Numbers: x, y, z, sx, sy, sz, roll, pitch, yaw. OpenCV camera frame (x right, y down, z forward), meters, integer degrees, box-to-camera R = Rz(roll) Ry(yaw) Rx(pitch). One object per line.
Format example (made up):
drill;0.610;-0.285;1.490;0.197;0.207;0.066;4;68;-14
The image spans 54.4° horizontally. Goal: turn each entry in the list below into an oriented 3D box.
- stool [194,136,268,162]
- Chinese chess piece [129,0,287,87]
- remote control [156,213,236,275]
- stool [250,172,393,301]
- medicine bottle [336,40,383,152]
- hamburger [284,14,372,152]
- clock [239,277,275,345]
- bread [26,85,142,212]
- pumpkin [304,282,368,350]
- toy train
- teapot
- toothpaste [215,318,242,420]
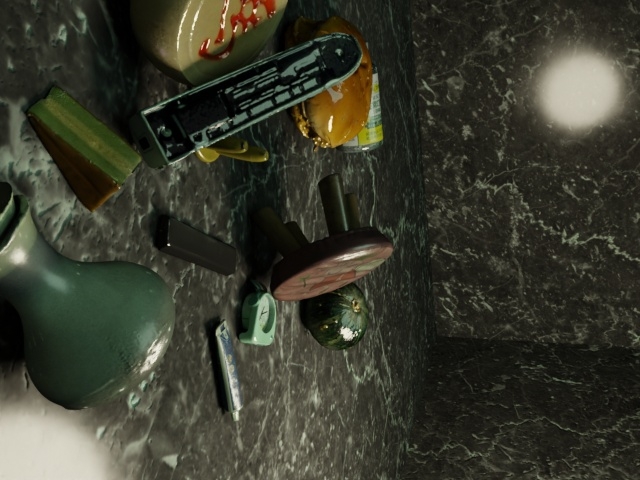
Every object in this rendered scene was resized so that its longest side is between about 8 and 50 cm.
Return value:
stool;-0.158;-0.194;1.084;0.135;0.110;0.134;-67;151;-45
Chinese chess piece;-0.156;-0.357;0.923;0.273;0.102;0.273;-48;165;-18
remote control;-0.207;0.012;1.078;0.245;0.025;0.063;34;55;-67
stool;0.000;0.000;1.311;0.179;0.272;0.272;68;14;17
medicine bottle;0.095;-0.402;1.742;0.141;0.141;0.294;-49;135;-61
hamburger;0.021;-0.378;1.502;0.290;0.170;0.315;-30;120;-60
clock;-0.127;0.147;1.280;0.101;0.041;0.135;34;58;-66
bread;-0.313;-0.115;0.795;0.139;0.084;0.074;41;44;-24
pumpkin;0.042;0.187;1.594;0.190;0.146;0.191;9;77;-40
toy train;-0.101;-0.230;0.983;0.406;0.088;0.087;-32;101;-29
teapot;-0.283;0.058;0.672;0.251;0.183;0.184;57;37;-39
toothpaste;-0.173;0.247;1.162;0.057;0.034;0.197;-54;138;-72
